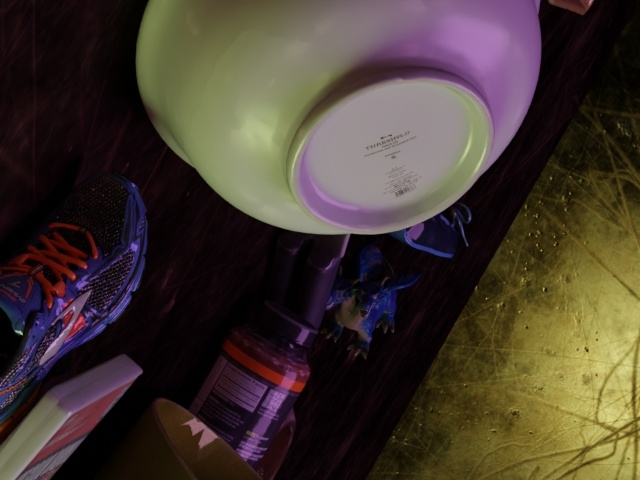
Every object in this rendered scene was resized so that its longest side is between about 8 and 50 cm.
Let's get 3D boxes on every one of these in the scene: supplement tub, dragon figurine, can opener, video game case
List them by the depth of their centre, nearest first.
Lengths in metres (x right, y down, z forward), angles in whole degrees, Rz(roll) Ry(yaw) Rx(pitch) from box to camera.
[{"bbox_3d":[-0.251,0.205,1.171,0.285,0.025,0.204,-49,177,7],"label":"video game case"},{"bbox_3d":[0.000,0.000,1.743,0.095,0.076,0.283,-50,166,-32],"label":"can opener"},{"bbox_3d":[-0.080,0.166,1.752,0.198,0.106,0.106,-59,168,4],"label":"supplement tub"},{"bbox_3d":[0.078,0.063,2.185,0.289,0.085,0.144,-39,157,-55],"label":"dragon figurine"}]

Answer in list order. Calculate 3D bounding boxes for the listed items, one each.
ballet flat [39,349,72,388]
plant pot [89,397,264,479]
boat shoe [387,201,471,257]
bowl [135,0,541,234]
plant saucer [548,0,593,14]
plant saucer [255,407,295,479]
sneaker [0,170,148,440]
[{"bbox_3d":[-0.227,0.118,1.142,0.173,0.057,0.049,-50,132,-46],"label":"ballet flat"},{"bbox_3d":[-0.172,0.353,1.556,0.293,0.275,0.275,-43,168,2],"label":"plant pot"},{"bbox_3d":[0.162,-0.031,2.252,0.089,0.109,0.258,-63,170,5],"label":"boat shoe"},{"bbox_3d":[0.030,-0.100,1.088,0.298,0.134,0.298,-10,138,-10],"label":"bowl"},{"bbox_3d":[0.378,-0.468,2.107,0.333,0.081,0.333,-61,167,13],"label":"plant saucer"},{"bbox_3d":[-0.118,0.335,2.159,0.310,0.050,0.310,-56,169,-17],"label":"plant saucer"},{"bbox_3d":[-0.191,0.043,1.071,0.221,0.083,0.087,-57,165,-17],"label":"sneaker"}]
